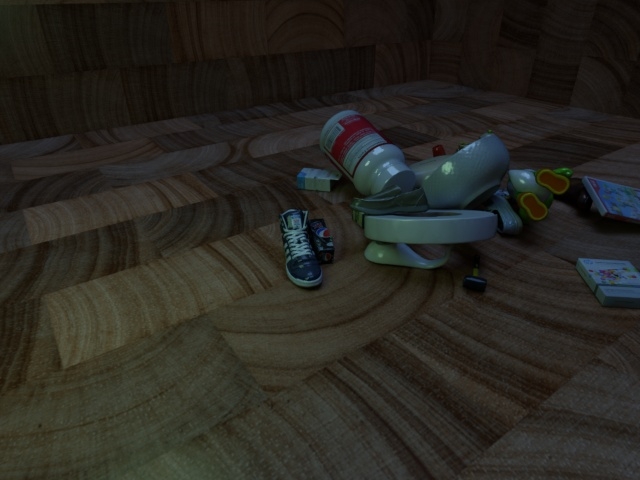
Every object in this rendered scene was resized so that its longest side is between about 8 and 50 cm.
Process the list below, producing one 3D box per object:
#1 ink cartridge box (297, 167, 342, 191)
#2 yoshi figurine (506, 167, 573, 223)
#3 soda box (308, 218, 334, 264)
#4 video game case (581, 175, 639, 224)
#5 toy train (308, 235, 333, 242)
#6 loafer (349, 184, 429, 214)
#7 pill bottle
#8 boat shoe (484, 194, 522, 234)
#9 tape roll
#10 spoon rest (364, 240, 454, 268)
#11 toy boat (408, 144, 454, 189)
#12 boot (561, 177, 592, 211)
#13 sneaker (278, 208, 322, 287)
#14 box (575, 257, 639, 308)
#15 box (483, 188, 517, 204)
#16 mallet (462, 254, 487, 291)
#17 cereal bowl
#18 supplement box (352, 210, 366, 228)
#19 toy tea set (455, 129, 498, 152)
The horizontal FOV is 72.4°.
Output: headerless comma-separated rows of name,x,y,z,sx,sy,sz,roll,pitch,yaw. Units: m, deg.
ink cartridge box,0.001,-0.255,1.841,0.179,0.060,0.104,8,30,14
yoshi figurine,0.751,-0.157,1.504,0.203,0.203,0.362,-6,10,15
soda box,0.000,0.000,1.378,0.053,0.060,0.169,-5,38,-11
video game case,1.086,-0.128,1.534,0.284,0.025,0.204,12,44,-5
toy train,0.001,-0.004,1.448,0.083,0.017,0.024,0,40,0
loafer,0.210,-0.127,1.345,0.250,0.088,0.094,-3,8,-12
pill bottle,0.186,-0.323,1.736,0.228,0.229,0.408,-17,51,-27
boat shoe,0.622,-0.096,1.540,0.081,0.079,0.228,0,33,-8
tape roll,0.328,-0.049,1.335,0.391,0.072,0.392,-1,8,0
spoon rest,0.265,0.039,1.331,0.276,0.084,0.137,2,26,31
toy boat,0.484,-0.280,1.798,0.267,0.148,0.318,-10,24,29
boot,0.912,-0.204,1.713,0.280,0.096,0.264,13,36,26
sneaker,-0.062,0.009,1.288,0.099,0.153,0.282,-8,31,-12
box,0.821,0.116,1.211,0.145,0.038,0.186,3,29,6
box,0.690,-0.167,1.715,0.136,0.027,0.094,-10,32,-17
mallet,0.443,0.087,1.273,0.062,0.039,0.190,9,27,10
cereal bowl,0.519,-0.199,1.526,0.338,0.339,0.141,-21,69,-32
supplement box,0.168,-0.092,1.560,0.083,0.056,0.083,-13,32,-20
toy tea set,0.788,-0.442,2.094,0.199,0.125,0.336,-2,30,-2
